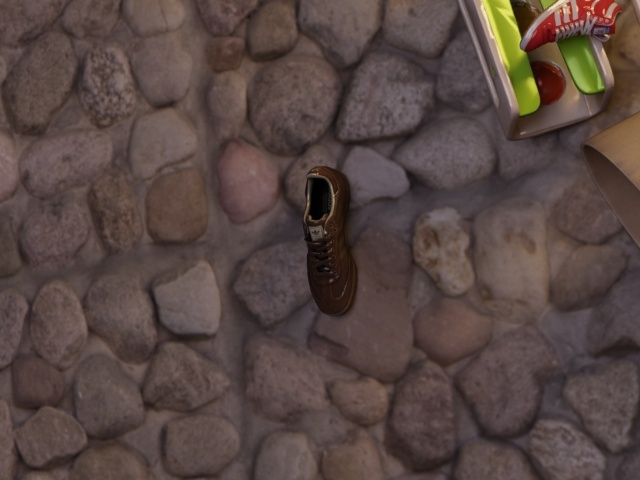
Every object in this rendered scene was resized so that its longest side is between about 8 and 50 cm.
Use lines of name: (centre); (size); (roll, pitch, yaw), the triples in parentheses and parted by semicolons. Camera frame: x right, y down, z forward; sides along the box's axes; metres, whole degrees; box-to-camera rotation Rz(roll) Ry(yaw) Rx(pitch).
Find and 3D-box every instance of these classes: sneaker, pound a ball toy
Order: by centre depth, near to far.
sneaker: (0.279, -0.233, 1.606); (0.118, 0.042, 0.067); (-41, 74, -10)
pound a ball toy: (0.279, -0.254, 1.704); (0.208, 0.136, 0.319); (-18, 76, -2)
sneaker: (0.000, 0.000, 1.830); (0.066, 0.071, 0.188); (-7, 81, 26)

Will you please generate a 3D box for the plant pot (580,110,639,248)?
plant pot: (0.459, -0.083, 1.533); (0.274, 0.256, 0.256); (-37, 69, 2)
